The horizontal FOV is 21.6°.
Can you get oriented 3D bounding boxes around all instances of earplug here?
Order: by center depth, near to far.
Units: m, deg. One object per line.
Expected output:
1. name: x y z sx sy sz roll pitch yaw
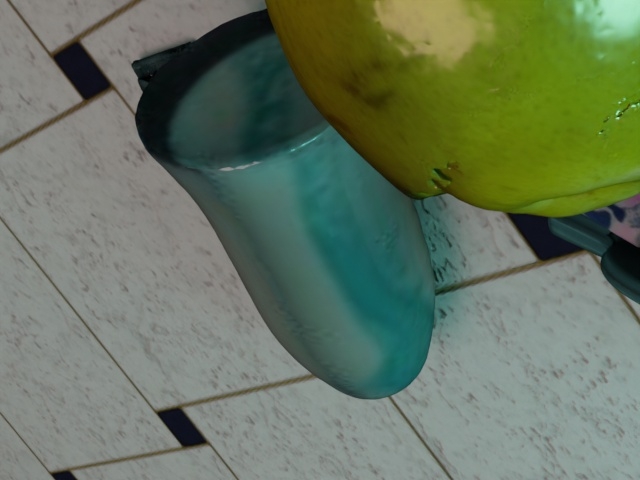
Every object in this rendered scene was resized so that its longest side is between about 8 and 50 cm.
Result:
1. earplug: 0.000 0.000 1.291 0.185 0.185 0.324 15 142 36

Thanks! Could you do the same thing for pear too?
1. pear: 0.106 -0.180 0.897 0.285 0.336 0.285 4 160 1

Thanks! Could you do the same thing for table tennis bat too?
1. table tennis bat: 0.228 0.015 1.130 0.201 0.124 0.033 33 117 47

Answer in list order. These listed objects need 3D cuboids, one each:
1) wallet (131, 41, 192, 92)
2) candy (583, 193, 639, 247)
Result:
1. wallet: -0.105 -0.102 1.403 0.088 0.026 0.129 -10 118 50
2. candy: 0.211 -0.072 1.068 0.092 0.073 0.160 37 145 8
